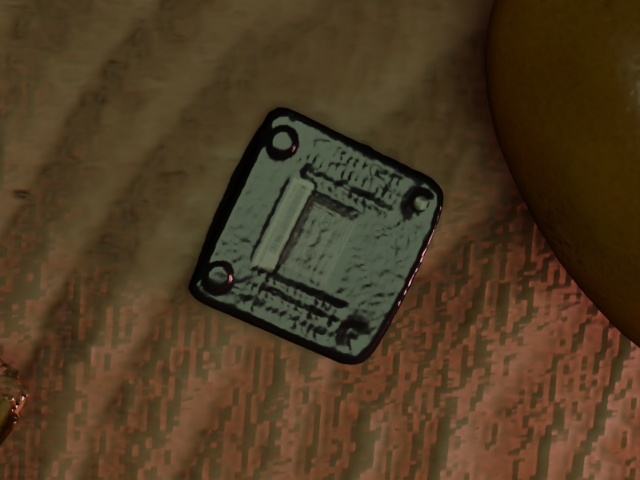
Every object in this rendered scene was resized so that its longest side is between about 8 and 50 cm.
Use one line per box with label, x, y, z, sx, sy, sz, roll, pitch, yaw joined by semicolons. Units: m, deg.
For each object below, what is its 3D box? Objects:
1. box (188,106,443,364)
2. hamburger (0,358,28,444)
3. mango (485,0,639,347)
box;0.000;0.000;0.857;0.125;0.027;0.126;24;94;-12
hamburger;-0.297;0.079;0.780;0.262;0.124;0.131;21;112;-7
mango;0.213;-0.062;0.815;0.211;0.173;0.317;-34;95;-4
